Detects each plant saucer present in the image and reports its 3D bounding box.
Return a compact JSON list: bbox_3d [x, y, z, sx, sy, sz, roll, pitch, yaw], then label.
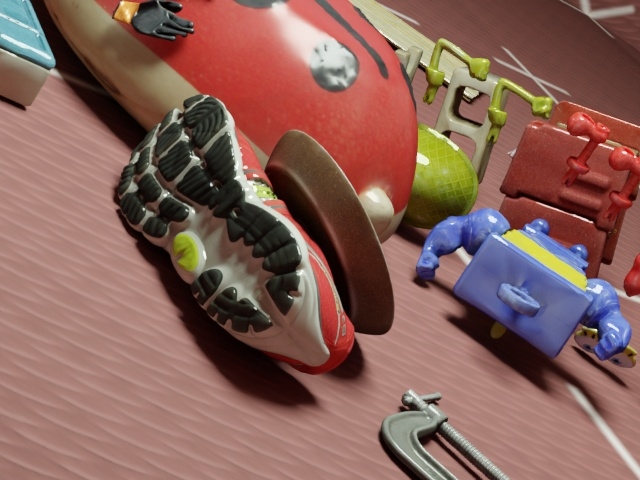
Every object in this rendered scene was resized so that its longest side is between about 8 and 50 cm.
[{"bbox_3d":[0.000,0.000,1.301,0.168,0.029,0.168,53,-20,29],"label":"plant saucer"}]

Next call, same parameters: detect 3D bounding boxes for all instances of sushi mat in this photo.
[{"bbox_3d":[0.090,-0.288,2.331,0.316,0.019,0.151,36,19,4],"label":"sushi mat"}]

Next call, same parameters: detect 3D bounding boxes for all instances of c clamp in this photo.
[{"bbox_3d":[0.108,0.159,1.237,0.161,0.022,0.137,43,20,26],"label":"c clamp"}]

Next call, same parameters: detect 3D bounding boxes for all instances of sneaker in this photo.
[{"bbox_3d":[-0.060,0.002,1.267,0.118,0.107,0.279,44,11,-43],"label":"sneaker"}]

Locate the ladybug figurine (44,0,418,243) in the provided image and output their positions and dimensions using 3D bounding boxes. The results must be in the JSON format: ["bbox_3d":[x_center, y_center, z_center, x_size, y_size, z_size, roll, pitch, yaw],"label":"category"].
[{"bbox_3d":[-0.064,-0.166,1.526,0.449,0.162,0.305,46,21,31],"label":"ladybug figurine"}]

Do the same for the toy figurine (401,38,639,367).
[{"bbox_3d":[0.179,-0.005,1.532,0.363,0.191,0.217,35,23,5],"label":"toy figurine"}]

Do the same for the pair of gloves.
[{"bbox_3d":[-0.121,-0.198,1.405,0.074,0.083,0.010,19,-23,21],"label":"pair of gloves"}]

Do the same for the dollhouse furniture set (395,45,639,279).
[{"bbox_3d":[0.138,-0.089,1.781,0.374,0.152,0.201,21,16,14],"label":"dollhouse furniture set"}]

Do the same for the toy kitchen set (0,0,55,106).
[{"bbox_3d":[-0.277,-0.230,1.309,0.207,0.166,0.122,23,21,-31],"label":"toy kitchen set"}]
